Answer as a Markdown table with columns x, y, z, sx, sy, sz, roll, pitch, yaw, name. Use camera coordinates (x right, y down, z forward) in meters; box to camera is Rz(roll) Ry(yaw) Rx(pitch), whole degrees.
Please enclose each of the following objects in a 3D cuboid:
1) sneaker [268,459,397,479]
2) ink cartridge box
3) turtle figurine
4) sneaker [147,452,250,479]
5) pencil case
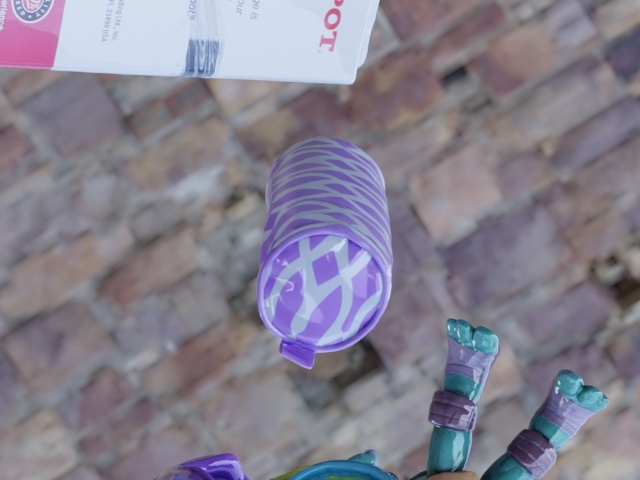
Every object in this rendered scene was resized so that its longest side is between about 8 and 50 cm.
| x | y | z | sx | sy | sz | roll | pitch | yaw | name |
| --- | --- | --- | --- | --- | --- | --- | --- | --- | --- |
| 0.053 | 0.189 | 0.940 | 0.127 | 0.208 | 0.319 | 23 | -158 | 36 | sneaker |
| -0.084 | -0.182 | 1.056 | 0.237 | 0.172 | 0.100 | 0 | -155 | -29 | ink cartridge box |
| 0.084 | 0.178 | 1.281 | 0.234 | 0.175 | 0.118 | -63 | -166 | -15 | turtle figurine |
| -0.083 | 0.172 | 1.066 | 0.104 | 0.095 | 0.236 | -34 | -175 | 12 | sneaker |
| 0.000 | 0.000 | 1.249 | 0.088 | 0.086 | 0.206 | -58 | -172 | 16 | pencil case |
